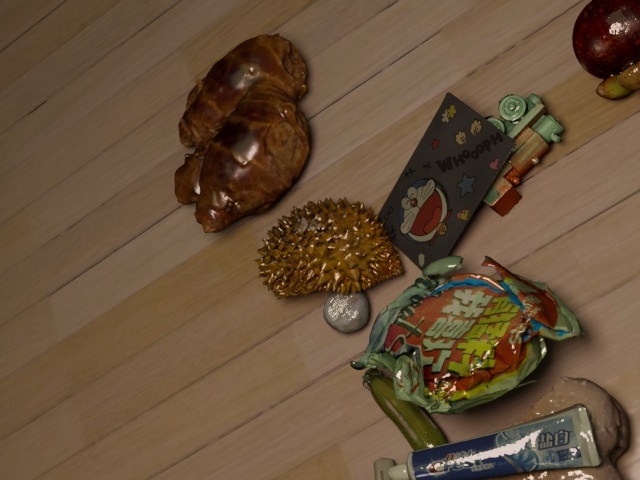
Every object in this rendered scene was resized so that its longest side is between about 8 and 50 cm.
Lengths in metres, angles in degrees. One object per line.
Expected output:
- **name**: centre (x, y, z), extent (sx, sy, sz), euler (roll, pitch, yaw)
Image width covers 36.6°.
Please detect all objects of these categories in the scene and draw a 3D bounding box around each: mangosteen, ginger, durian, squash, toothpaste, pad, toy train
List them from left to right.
- **ginger**: centre (-0.148, -0.180, 1.669), extent (0.274, 0.152, 0.357), euler (-16, 62, 24)
- **durian**: centre (-0.007, 0.001, 1.519), extent (0.250, 0.138, 0.183), euler (-11, 65, 35)
- **squash**: centre (0.123, 0.252, 1.402), extent (0.052, 0.052, 0.183), euler (-48, 54, 5)
- **pad**: centre (0.181, -0.085, 1.470), extent (0.170, 0.006, 0.245), euler (48, 118, 43)
- **toothpaste**: centre (0.213, 0.273, 1.225), extent (0.268, 0.047, 0.069), euler (-16, 46, 16)
- **toy train**: centre (0.287, -0.135, 1.454), extent (0.176, 0.074, 0.118), euler (-45, 63, 5)
- **mangosteen**: centre (0.454, -0.281, 1.385), extent (0.181, 0.156, 0.146), euler (42, 67, 7)

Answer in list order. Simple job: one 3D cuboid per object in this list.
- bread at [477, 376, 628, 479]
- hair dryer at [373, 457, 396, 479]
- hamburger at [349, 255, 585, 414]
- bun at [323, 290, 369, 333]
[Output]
- **bread**: centre (0.283, 0.343, 1.245), extent (0.337, 0.102, 0.183), euler (-48, 57, 3)
- **hair dryer**: centre (0.056, 0.403, 1.392), extent (0.199, 0.067, 0.167), euler (-18, 52, 39)
- **hamburger**: centre (0.201, 0.148, 1.328), extent (0.260, 0.150, 0.276), euler (-41, 30, -18)
- **bun**: centre (0.043, 0.109, 1.507), extent (0.083, 0.045, 0.083), euler (-23, 44, 25)
